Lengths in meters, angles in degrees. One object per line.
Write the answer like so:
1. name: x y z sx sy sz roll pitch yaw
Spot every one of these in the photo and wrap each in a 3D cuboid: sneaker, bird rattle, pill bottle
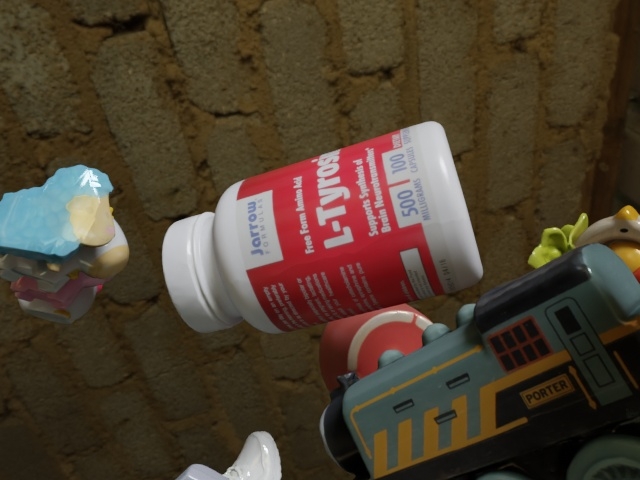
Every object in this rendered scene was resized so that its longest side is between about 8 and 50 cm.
1. sneaker: -0.139 0.391 0.856 0.090 0.115 0.232 -9 -125 54
2. bird rattle: 0.457 0.063 0.892 0.254 0.143 0.207 55 -41 17
3. pill bottle: 0.000 0.000 0.816 0.229 0.407 0.229 -16 90 -77

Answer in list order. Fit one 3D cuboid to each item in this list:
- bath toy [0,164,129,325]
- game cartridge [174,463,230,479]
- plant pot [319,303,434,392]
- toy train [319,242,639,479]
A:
1. bath toy: -0.340 0.022 0.784 0.348 0.151 0.129 139 -35 -61
2. game cartridge: -0.120 0.451 0.762 0.297 0.198 0.062 47 -3 1
3. plant pot: 0.135 0.241 1.166 0.243 0.274 0.275 108 -33 -81
4. toy train: 0.138 0.146 0.451 0.334 0.142 0.190 -37 -109 35
